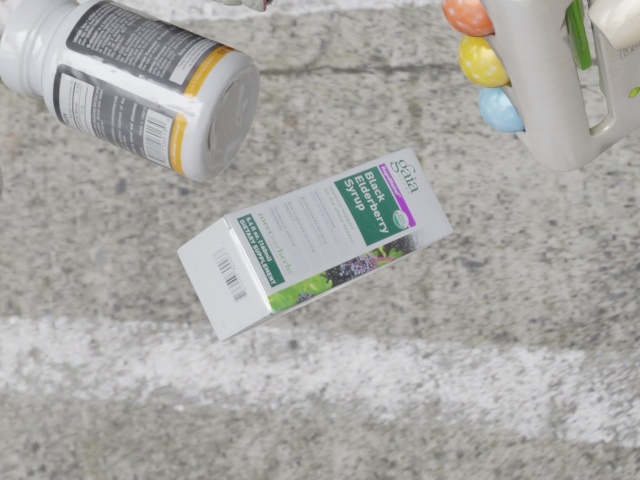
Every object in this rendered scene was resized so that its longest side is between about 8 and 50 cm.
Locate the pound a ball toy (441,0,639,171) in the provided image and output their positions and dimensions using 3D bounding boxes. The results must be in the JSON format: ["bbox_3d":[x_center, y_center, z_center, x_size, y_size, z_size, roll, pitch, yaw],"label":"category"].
[{"bbox_3d":[0.180,-0.147,0.928,0.136,0.319,0.208,-34,63,3],"label":"pound a ball toy"}]

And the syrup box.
[{"bbox_3d":[0.000,0.000,1.125,0.096,0.237,0.093,-32,83,51],"label":"syrup box"}]

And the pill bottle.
[{"bbox_3d":[-0.225,-0.189,1.461,0.278,0.162,0.162,24,104,14],"label":"pill bottle"}]

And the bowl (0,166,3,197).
[{"bbox_3d":[-0.423,-0.102,1.367,0.142,0.142,0.053,1,50,13],"label":"bowl"}]

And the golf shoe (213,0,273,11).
[{"bbox_3d":[-0.133,-0.406,1.552,0.140,0.306,0.115,2,52,5],"label":"golf shoe"}]
